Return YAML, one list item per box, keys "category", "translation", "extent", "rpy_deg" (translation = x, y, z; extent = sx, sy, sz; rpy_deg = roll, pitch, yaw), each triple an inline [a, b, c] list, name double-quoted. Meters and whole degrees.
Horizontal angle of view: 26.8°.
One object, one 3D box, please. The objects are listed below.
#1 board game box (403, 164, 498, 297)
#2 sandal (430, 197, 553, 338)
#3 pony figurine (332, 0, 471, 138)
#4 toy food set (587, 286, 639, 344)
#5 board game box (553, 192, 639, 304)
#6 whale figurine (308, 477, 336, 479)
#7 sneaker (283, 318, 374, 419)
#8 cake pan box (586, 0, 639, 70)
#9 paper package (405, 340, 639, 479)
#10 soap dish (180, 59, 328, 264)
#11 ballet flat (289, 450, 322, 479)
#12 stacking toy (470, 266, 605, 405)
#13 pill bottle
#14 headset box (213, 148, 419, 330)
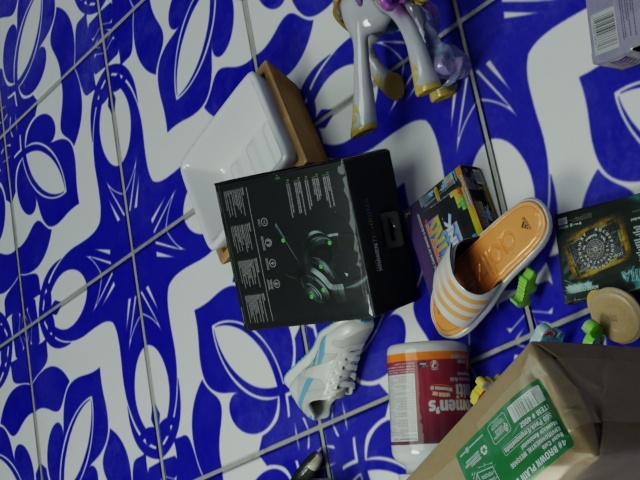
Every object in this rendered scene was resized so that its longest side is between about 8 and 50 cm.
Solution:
- category: "board game box"
  translation: [0.203, -0.004, 1.989]
  extent: [0.141, 0.048, 0.170]
  rpy_deg: [-41, 56, 40]
- category: "sandal"
  translation: [0.215, 0.033, 1.872]
  extent: [0.265, 0.076, 0.102]
  rpy_deg: [-53, 53, 36]
- category: "pony figurine"
  translation: [0.098, -0.379, 2.023]
  extent: [0.351, 0.302, 0.364]
  rpy_deg: [-28, 79, 56]
- category: "toy food set"
  translation: [0.387, 0.098, 1.747]
  extent: [0.083, 0.020, 0.083]
  rpy_deg: [-20, 97, 49]
- category: "board game box"
  translation: [0.391, 0.010, 1.768]
  extent: [0.186, 0.026, 0.126]
  rpy_deg: [-16, 75, 50]
- category: "whale figurine"
  translation: [-0.040, 0.495, 2.157]
  extent: [0.272, 0.141, 0.216]
  rpy_deg: [-41, 64, 41]
- category: "sneaker"
  translation: [0.029, 0.199, 2.167]
  extent: [0.092, 0.087, 0.229]
  rpy_deg: [59, 136, 26]
- category: "cake pan box"
  translation: [0.445, -0.368, 1.711]
  extent: [0.245, 0.070, 0.267]
  rpy_deg: [-20, 71, 51]
- category: "paper package"
  translation: [0.295, 0.289, 1.632]
  extent: [0.325, 0.309, 0.168]
  rpy_deg: [-52, 49, 33]
- category: "soap dish"
  translation: [-0.114, -0.132, 2.346]
  extent: [0.291, 0.118, 0.229]
  rpy_deg: [-49, 51, 37]
- category: "ballet flat"
  translation: [-0.034, 0.421, 2.253]
  extent: [0.049, 0.057, 0.173]
  rpy_deg: [30, 117, 5]
- category: "stacking toy"
  translation: [0.293, 0.171, 1.831]
  extent: [0.167, 0.052, 0.221]
  rpy_deg: [41, 123, 50]
- category: "pill bottle"
  translation: [0.161, 0.260, 1.954]
  extent: [0.121, 0.121, 0.221]
  rpy_deg: [-14, 75, 50]
- category: "headset box"
  translation: [0.000, 0.000, 2.092]
  extent: [0.283, 0.131, 0.246]
  rpy_deg: [-10, 94, 38]
